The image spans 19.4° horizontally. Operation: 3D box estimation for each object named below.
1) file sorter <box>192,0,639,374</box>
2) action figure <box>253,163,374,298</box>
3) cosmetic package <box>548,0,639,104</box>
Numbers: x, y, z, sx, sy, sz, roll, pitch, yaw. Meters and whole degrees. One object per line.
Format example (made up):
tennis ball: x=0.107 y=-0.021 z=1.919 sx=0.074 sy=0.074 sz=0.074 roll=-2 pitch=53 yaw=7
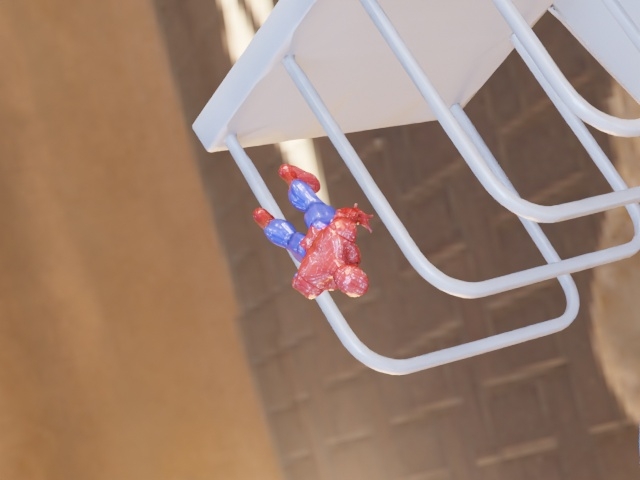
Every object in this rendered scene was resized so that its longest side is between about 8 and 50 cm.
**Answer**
file sorter: x=0.109 y=-0.088 z=0.926 sx=0.173 sy=0.193 sz=0.278 roll=58 pitch=134 yaw=21
action figure: x=0.000 y=0.000 z=0.723 sx=0.038 sy=0.030 sz=0.115 roll=-54 pitch=17 yaw=7
cosmetic package: x=0.269 y=-0.287 z=1.106 sx=0.217 sy=0.385 sz=0.156 roll=48 pitch=-156 yaw=-12
